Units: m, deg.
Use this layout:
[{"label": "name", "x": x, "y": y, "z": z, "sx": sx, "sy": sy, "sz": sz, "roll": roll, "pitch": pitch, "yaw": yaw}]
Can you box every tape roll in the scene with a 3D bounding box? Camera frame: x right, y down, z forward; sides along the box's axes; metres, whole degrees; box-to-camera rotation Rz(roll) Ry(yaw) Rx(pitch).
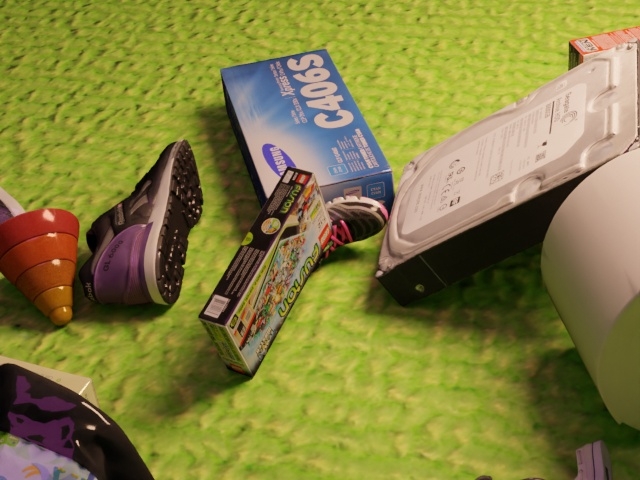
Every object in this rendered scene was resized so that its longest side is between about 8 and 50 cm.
[{"label": "tape roll", "x": 0.356, "y": 0.047, "z": 1.107, "sx": 0.246, "sy": 0.246, "sz": 0.169, "roll": -9, "pitch": 38, "yaw": -4}]

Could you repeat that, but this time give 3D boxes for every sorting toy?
[{"label": "sorting toy", "x": -0.435, "y": 0.087, "z": 1.316, "sx": 0.365, "sy": 0.127, "sz": 0.126, "roll": -21, "pitch": 69, "yaw": -14}]

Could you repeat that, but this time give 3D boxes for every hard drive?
[{"label": "hard drive", "x": 0.224, "y": -0.079, "z": 1.296, "sx": 0.339, "sy": 0.064, "sz": 0.237, "roll": -27, "pitch": 27, "yaw": 32}]

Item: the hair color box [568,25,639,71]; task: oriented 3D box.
[{"label": "hair color box", "x": 0.436, "y": -0.248, "z": 1.610, "sx": 0.167, "sy": 0.093, "sz": 0.053, "roll": -13, "pitch": 37, "yaw": -7}]

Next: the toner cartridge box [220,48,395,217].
[{"label": "toner cartridge box", "x": -0.025, "y": -0.140, "z": 1.549, "sx": 0.165, "sy": 0.075, "sz": 0.348, "roll": -14, "pitch": 38, "yaw": -8}]

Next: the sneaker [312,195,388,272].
[{"label": "sneaker", "x": 0.000, "y": 0.000, "z": 1.366, "sx": 0.170, "sy": 0.063, "sz": 0.075, "roll": -12, "pitch": 41, "yaw": 12}]

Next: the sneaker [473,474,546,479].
[{"label": "sneaker", "x": 0.203, "y": 0.246, "z": 1.012, "sx": 0.178, "sy": 0.072, "sz": 0.077, "roll": 12, "pitch": 39, "yaw": 21}]

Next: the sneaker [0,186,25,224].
[{"label": "sneaker", "x": -0.479, "y": -0.041, "z": 1.480, "sx": 0.121, "sy": 0.079, "sz": 0.217, "roll": -30, "pitch": 44, "yaw": -30}]

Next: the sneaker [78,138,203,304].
[{"label": "sneaker", "x": -0.228, "y": -0.032, "z": 1.417, "sx": 0.124, "sy": 0.107, "sz": 0.283, "roll": -6, "pitch": 37, "yaw": 11}]

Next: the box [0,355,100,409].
[{"label": "box", "x": -0.356, "y": 0.227, "z": 1.078, "sx": 0.213, "sy": 0.117, "sz": 0.243, "roll": 11, "pitch": 39, "yaw": 21}]

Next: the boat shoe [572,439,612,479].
[{"label": "boat shoe", "x": 0.252, "y": 0.230, "z": 1.060, "sx": 0.035, "sy": 0.035, "sz": 0.100, "roll": -22, "pitch": 35, "yaw": 25}]

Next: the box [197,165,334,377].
[{"label": "box", "x": -0.055, "y": 0.033, "z": 1.244, "sx": 0.036, "sy": 0.114, "sz": 0.207, "roll": 16, "pitch": 61, "yaw": 24}]

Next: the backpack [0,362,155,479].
[{"label": "backpack", "x": -0.238, "y": 0.324, "z": 0.816, "sx": 0.273, "sy": 0.290, "sz": 0.355, "roll": 27, "pitch": 53, "yaw": 17}]
